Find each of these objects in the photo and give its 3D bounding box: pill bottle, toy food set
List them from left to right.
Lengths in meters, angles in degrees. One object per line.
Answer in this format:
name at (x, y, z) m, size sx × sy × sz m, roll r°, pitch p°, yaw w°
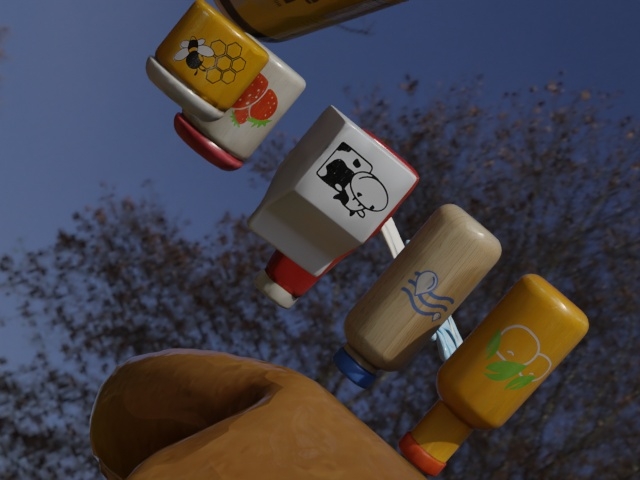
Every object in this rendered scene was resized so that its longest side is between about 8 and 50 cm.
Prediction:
toy food set at (0.000, 0.000, 0.525) m, size 0.232 × 0.104 × 0.111 m, roll 37°, pitch 8°, yaw -20°
pill bottle at (0.019, -0.192, 0.709) m, size 0.184 × 0.103 × 0.103 m, roll -10°, pitch -80°, yaw 43°

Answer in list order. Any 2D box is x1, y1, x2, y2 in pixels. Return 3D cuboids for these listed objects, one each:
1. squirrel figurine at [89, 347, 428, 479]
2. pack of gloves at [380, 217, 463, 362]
squirrel figurine at (-0.060, 0.235, 0.268) m, size 0.397 × 0.370 × 0.281 m, roll -5°, pitch -69°, yaw 57°
pack of gloves at (0.140, 0.063, 1.303) m, size 0.195 × 0.046 × 0.232 m, roll 46°, pitch 18°, yaw -56°
